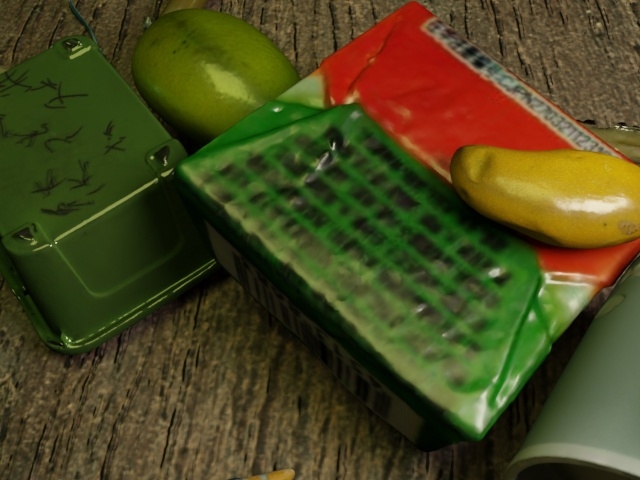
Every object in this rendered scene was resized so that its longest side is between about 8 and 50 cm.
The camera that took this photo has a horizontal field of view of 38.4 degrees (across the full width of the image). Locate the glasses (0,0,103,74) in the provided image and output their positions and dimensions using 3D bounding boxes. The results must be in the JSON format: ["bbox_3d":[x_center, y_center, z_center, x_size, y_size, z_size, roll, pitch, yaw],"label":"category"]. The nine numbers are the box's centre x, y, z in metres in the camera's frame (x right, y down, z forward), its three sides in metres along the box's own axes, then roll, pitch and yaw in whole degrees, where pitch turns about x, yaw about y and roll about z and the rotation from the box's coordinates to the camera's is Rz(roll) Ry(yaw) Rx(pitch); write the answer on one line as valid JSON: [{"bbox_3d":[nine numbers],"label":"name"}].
[{"bbox_3d":[-0.398,-0.268,1.250,0.189,0.088,0.221,-18,54,-4],"label":"glasses"}]

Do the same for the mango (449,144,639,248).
[{"bbox_3d":[0.205,-0.040,0.790,0.190,0.075,0.098,13,42,3],"label":"mango"}]

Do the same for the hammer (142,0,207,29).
[{"bbox_3d":[-0.170,-0.362,1.286,0.201,0.113,0.305,20,68,25],"label":"hammer"}]

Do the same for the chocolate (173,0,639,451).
[{"bbox_3d":[0.100,-0.014,0.899,0.360,0.161,0.341,41,63,18],"label":"chocolate"}]

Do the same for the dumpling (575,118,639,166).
[{"bbox_3d":[0.354,-0.057,0.982,0.332,0.086,0.166,32,36,34],"label":"dumpling"}]

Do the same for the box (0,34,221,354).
[{"bbox_3d":[-0.270,-0.068,1.031,0.252,0.178,0.329,-32,56,-16],"label":"box"}]

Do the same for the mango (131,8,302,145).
[{"bbox_3d":[-0.116,-0.182,1.076,0.149,0.185,0.273,-60,39,14],"label":"mango"}]

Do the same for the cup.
[{"bbox_3d":[0.323,0.116,0.699,0.259,0.357,0.274,27,61,19],"label":"cup"}]

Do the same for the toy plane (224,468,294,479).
[{"bbox_3d":[-0.157,0.291,0.805,0.316,0.204,0.103,-16,93,-22],"label":"toy plane"}]
